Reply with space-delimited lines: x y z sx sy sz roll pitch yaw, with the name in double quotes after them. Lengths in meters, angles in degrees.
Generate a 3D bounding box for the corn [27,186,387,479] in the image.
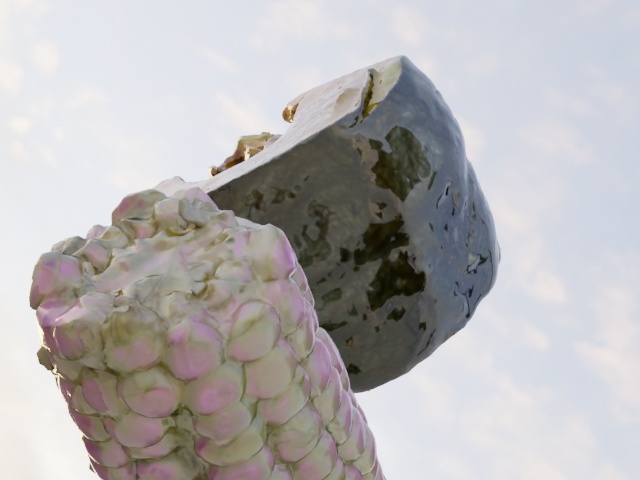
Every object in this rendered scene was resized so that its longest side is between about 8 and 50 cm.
-0.026 0.114 0.562 0.126 0.126 0.335 17 -37 36 "corn"

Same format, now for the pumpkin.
0.000 0.000 1.192 0.225 0.303 0.256 58 -16 -19 "pumpkin"
